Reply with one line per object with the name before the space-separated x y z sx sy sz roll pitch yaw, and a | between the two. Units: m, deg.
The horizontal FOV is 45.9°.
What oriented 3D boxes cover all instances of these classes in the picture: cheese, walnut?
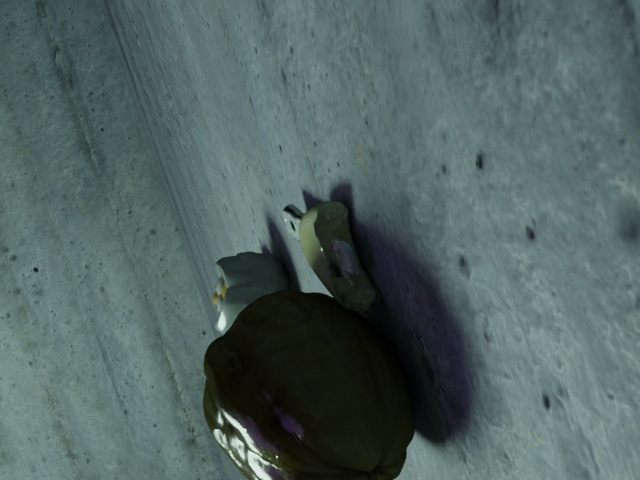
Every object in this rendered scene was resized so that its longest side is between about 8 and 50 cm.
cheese | -0.001 0.000 0.942 0.235 0.049 0.127 -147 38 -66
walnut | -0.011 0.188 0.882 0.228 0.282 0.283 -61 30 8

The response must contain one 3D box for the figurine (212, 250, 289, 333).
figurine | -0.121 0.101 1.331 0.236 0.132 0.176 103 164 -72
